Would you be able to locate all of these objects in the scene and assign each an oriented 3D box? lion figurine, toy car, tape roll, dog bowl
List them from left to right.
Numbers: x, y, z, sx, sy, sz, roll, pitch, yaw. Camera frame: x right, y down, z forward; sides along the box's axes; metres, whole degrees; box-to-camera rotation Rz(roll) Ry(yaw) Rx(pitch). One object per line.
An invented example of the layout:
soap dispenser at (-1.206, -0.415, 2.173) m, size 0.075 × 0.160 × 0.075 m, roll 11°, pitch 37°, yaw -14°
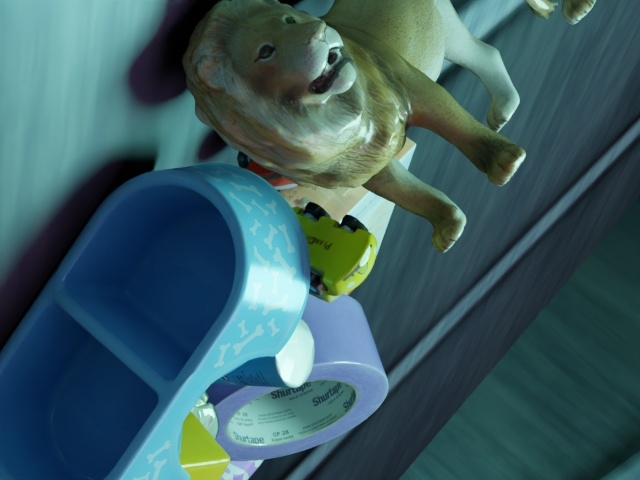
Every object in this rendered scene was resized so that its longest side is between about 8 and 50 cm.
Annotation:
dog bowl at (-0.135, 0.076, 1.430) m, size 0.297 × 0.166 × 0.074 m, roll -55°, pitch 156°, yaw 9°
toy car at (-0.063, 0.005, 1.527) m, size 0.225 × 0.239 × 0.053 m, roll -32°, pitch 129°, yaw 12°
tape roll at (-0.037, 0.127, 1.857) m, size 0.189 × 0.080 × 0.189 m, roll -15°, pitch 152°, yaw -8°
lion figurine at (0.051, -0.149, 1.477) m, size 0.142 × 0.240 × 0.392 m, roll -50°, pitch -173°, yaw 35°

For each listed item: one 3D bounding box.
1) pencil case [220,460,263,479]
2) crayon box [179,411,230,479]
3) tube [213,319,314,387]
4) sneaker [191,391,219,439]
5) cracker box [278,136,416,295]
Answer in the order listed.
pencil case at (-0.084, 0.188, 2.059) m, size 0.206 × 0.086 × 0.088 m, roll -54°, pitch 133°, yaw -5°
crayon box at (-0.209, 0.241, 1.630) m, size 0.202 × 0.081 × 0.318 m, roll -2°, pitch 130°, yaw -46°
tube at (-0.104, 0.086, 1.503) m, size 0.080 × 0.207 × 0.052 m, roll 13°, pitch 76°, yaw -57°
sneaker at (-0.190, 0.230, 1.807) m, size 0.122 × 0.110 × 0.283 m, roll -26°, pitch 146°, yaw -38°
cracker box at (0.000, 0.000, 1.887) m, size 0.156 × 0.067 × 0.232 m, roll -45°, pitch 166°, yaw -31°
